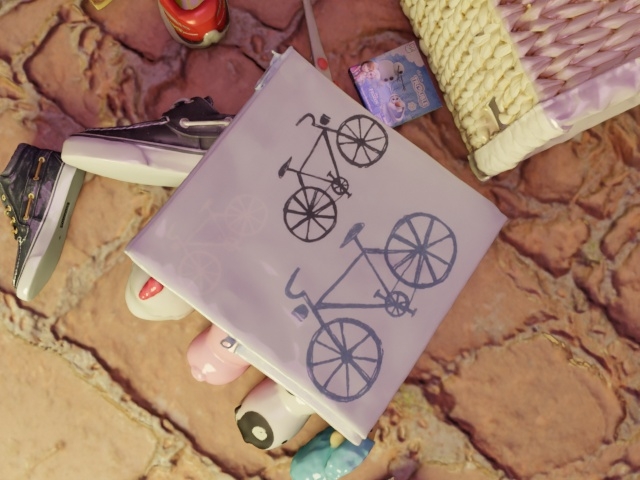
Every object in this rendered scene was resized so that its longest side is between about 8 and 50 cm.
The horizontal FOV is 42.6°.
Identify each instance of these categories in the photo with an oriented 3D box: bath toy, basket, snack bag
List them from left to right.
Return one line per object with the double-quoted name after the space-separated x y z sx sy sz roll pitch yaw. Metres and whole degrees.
-0.087 0.131 0.955 0.151 0.129 0.348 -45 90 -2 "bath toy"
0.000 0.000 0.916 0.343 0.037 0.323 37 74 -6 "snack bag"
0.290 -0.262 0.882 0.331 0.328 0.266 -24 88 -2 "basket"

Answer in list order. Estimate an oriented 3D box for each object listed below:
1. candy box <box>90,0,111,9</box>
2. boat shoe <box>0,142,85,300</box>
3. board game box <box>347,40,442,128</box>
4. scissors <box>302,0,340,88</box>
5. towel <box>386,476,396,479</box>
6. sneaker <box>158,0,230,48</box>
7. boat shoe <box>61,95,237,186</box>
-0.317 -0.371 0.967 0.053 0.109 0.186 -43 90 -3 "candy box"
-0.350 -0.024 0.984 0.083 0.065 0.183 17 82 1 "boat shoe"
0.093 -0.190 1.023 0.090 0.020 0.090 -24 90 -4 "board game box"
-0.002 -0.196 0.990 0.109 0.021 0.297 -21 90 -42 "scissors"
0.070 0.407 1.007 0.144 0.029 0.197 -26 87 -3 "towel"
-0.179 -0.367 0.967 0.107 0.118 0.279 -26 90 -3 "sneaker"
-0.146 -0.120 0.968 0.301 0.108 0.102 2 83 -9 "boat shoe"
